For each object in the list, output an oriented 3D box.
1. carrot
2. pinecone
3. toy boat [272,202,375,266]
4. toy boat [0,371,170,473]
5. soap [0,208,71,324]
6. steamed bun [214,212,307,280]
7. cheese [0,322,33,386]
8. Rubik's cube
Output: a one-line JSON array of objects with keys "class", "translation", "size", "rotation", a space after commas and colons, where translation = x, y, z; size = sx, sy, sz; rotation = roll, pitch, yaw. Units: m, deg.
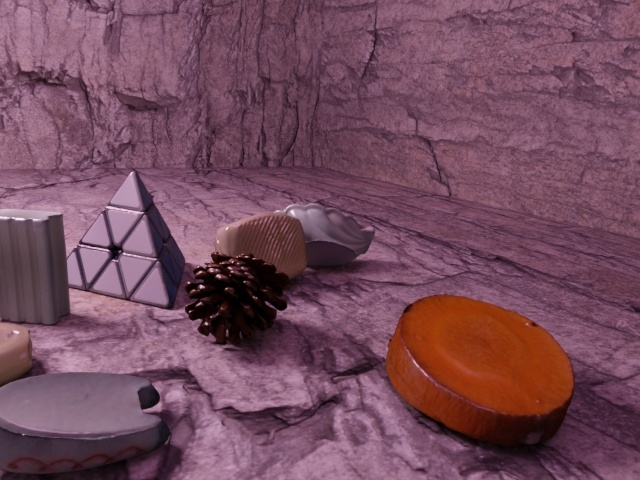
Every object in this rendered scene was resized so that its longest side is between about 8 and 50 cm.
[{"class": "carrot", "translation": [0.237, 0.188, 0.737], "size": [0.259, 0.100, 0.307], "rotation": [-2, 18, -11]}, {"class": "pinecone", "translation": [-0.152, 0.101, 0.859], "size": [0.179, 0.149, 0.195], "rotation": [9, 16, 17]}, {"class": "toy boat", "translation": [0.000, 0.000, 1.286], "size": [0.291, 0.199, 0.100], "rotation": [5, 51, -10]}, {"class": "toy boat", "translation": [-0.291, 0.220, 0.566], "size": [0.208, 0.078, 0.134], "rotation": [7, 19, -32]}, {"class": "soap", "translation": [-0.532, 0.047, 0.874], "size": [0.119, 0.197, 0.066], "rotation": [4, 14, 4]}, {"class": "steamed bun", "translation": [-0.152, 0.028, 1.130], "size": [0.239, 0.169, 0.153], "rotation": [-9, -4, -45]}, {"class": "cheese", "translation": [-0.530, 0.174, 0.666], "size": [0.228, 0.064, 0.137], "rotation": [-8, 17, -34]}, {"class": "Rubik's cube", "translation": [-0.415, 0.033, 1.079], "size": [0.228, 0.228, 0.233], "rotation": [36, -39, -18]}]
